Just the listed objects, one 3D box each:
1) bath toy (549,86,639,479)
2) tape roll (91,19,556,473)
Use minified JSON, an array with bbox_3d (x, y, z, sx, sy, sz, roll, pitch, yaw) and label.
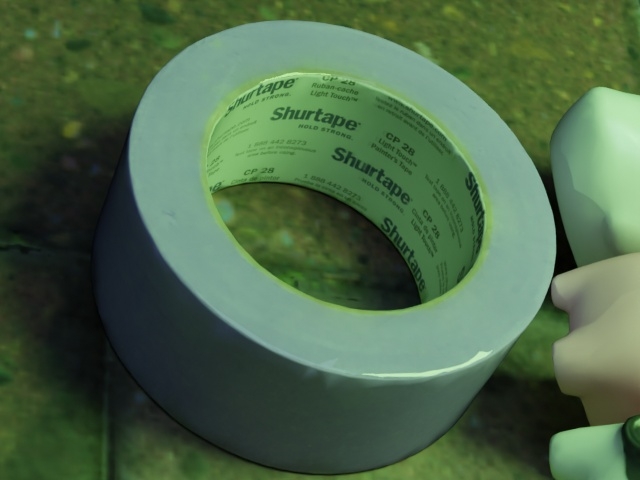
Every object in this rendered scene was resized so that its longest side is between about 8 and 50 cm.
[{"bbox_3d":[0.171,0.070,0.705,0.129,0.151,0.348,-13,45,19],"label":"bath toy"},{"bbox_3d":[0.000,0.000,0.724,0.189,0.080,0.189,11,50,-13],"label":"tape roll"}]
